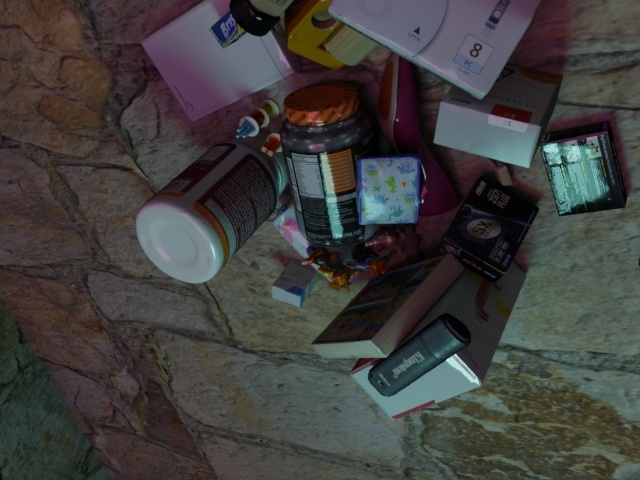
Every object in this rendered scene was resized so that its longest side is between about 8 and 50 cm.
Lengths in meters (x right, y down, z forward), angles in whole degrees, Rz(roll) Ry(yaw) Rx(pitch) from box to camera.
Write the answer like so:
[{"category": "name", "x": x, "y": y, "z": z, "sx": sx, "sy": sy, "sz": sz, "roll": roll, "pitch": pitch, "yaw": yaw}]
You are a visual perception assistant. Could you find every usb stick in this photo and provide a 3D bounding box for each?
[{"category": "usb stick", "x": 0.188, "y": 0.230, "z": 1.309, "sx": 0.077, "sy": 0.045, "sz": 0.278, "roll": 42, "pitch": 134, "yaw": 0}]

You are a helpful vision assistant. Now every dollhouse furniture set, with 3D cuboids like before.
[{"category": "dollhouse furniture set", "x": 0.396, "y": -0.185, "z": 1.421, "sx": 0.081, "sy": 0.091, "sz": 0.114, "roll": -34, "pitch": 135, "yaw": 2}]

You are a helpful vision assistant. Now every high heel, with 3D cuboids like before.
[{"category": "high heel", "x": 0.223, "y": -0.231, "z": 1.456, "sx": 0.182, "sy": 0.127, "sz": 0.377, "roll": -6, "pitch": 119, "yaw": -10}]

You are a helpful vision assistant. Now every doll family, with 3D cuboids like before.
[{"category": "doll family", "x": 0.091, "y": 0.053, "z": 1.599, "sx": 0.263, "sy": 0.163, "sz": 0.118, "roll": -17, "pitch": 100, "yaw": -6}]

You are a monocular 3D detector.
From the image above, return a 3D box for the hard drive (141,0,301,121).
[{"category": "hard drive", "x": -0.241, "y": -0.440, "z": 1.569, "sx": 0.353, "sy": 0.047, "sz": 0.233, "roll": -15, "pitch": 116, "yaw": 38}]

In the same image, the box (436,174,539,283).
[{"category": "box", "x": 0.361, "y": -0.025, "z": 1.438, "sx": 0.147, "sy": 0.180, "sz": 0.077, "roll": 32, "pitch": 161, "yaw": 7}]

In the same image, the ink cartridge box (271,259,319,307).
[{"category": "ink cartridge box", "x": -0.068, "y": 0.118, "z": 1.848, "sx": 0.089, "sy": 0.122, "sz": 0.052, "roll": 19, "pitch": 135, "yaw": 18}]

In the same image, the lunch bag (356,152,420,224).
[{"category": "lunch bag", "x": 0.139, "y": -0.114, "z": 1.388, "sx": 0.129, "sy": 0.096, "sz": 0.151, "roll": -3, "pitch": 133, "yaw": 0}]

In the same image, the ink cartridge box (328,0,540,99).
[{"category": "ink cartridge box", "x": 0.239, "y": -0.478, "z": 1.112, "sx": 0.308, "sy": 0.091, "sz": 0.384, "roll": 31, "pitch": 104, "yaw": 5}]

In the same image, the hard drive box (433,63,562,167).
[{"category": "hard drive box", "x": 0.337, "y": -0.247, "z": 1.252, "sx": 0.181, "sy": 0.232, "sz": 0.089, "roll": 18, "pitch": 131, "yaw": 17}]

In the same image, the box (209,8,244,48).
[{"category": "box", "x": -0.159, "y": -0.481, "z": 1.418, "sx": 0.169, "sy": 0.059, "sz": 0.054, "roll": -27, "pitch": 105, "yaw": 40}]

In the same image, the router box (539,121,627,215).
[{"category": "router box", "x": 0.532, "y": -0.140, "z": 1.349, "sx": 0.133, "sy": 0.046, "sz": 0.178, "roll": -7, "pitch": 120, "yaw": 33}]

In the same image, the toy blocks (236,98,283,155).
[{"category": "toy blocks", "x": -0.135, "y": -0.253, "z": 1.580, "sx": 0.054, "sy": 0.148, "sz": 0.123, "roll": -20, "pitch": 112, "yaw": 39}]

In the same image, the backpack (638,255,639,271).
[{"category": "backpack", "x": 0.725, "y": 0.072, "z": 1.335, "sx": 0.117, "sy": 0.158, "sz": 0.173, "roll": -3, "pitch": 134, "yaw": 42}]

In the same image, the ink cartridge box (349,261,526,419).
[{"category": "ink cartridge box", "x": 0.275, "y": 0.189, "z": 1.523, "sx": 0.160, "sy": 0.384, "sz": 0.279, "roll": 46, "pitch": 133, "yaw": -5}]

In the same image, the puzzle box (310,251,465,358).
[{"category": "puzzle box", "x": 0.139, "y": 0.163, "z": 1.554, "sx": 0.052, "sy": 0.272, "sz": 0.409, "roll": 47, "pitch": 159, "yaw": -6}]

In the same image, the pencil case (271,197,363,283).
[{"category": "pencil case", "x": 0.000, "y": 0.000, "z": 1.724, "sx": 0.124, "sy": 0.113, "sz": 0.273, "roll": -42, "pitch": 99, "yaw": 6}]

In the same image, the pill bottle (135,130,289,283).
[{"category": "pill bottle", "x": -0.237, "y": -0.096, "z": 1.592, "sx": 0.224, "sy": 0.392, "sz": 0.224, "roll": 16, "pitch": 130, "yaw": 20}]

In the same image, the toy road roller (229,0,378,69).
[{"category": "toy road roller", "x": -0.011, "y": -0.516, "z": 1.308, "sx": 0.330, "sy": 0.240, "sz": 0.202, "roll": 17, "pitch": 145, "yaw": -34}]

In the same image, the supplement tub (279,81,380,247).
[{"category": "supplement tub", "x": 0.025, "y": -0.170, "z": 1.511, "sx": 0.207, "sy": 0.207, "sz": 0.337, "roll": 8, "pitch": 127, "yaw": 25}]
